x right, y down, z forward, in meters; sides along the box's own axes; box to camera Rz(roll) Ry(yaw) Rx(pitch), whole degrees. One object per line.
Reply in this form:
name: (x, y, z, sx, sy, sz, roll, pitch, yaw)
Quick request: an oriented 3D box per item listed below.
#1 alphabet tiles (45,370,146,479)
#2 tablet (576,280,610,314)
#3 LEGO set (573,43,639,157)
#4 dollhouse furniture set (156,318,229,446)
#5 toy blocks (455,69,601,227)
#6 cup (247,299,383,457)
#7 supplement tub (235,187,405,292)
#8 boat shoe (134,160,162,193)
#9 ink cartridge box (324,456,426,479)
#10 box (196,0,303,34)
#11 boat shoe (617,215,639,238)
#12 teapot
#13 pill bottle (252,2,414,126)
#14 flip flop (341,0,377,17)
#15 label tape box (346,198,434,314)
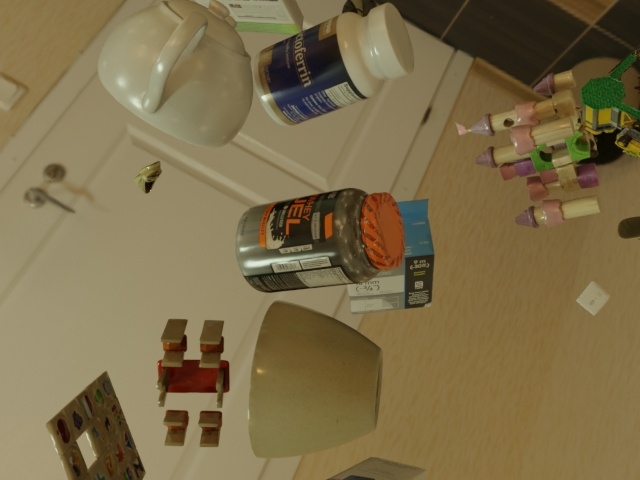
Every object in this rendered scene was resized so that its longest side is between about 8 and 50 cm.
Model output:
alphabet tiles: (-0.257, 0.299, 0.754, 0.198, 0.009, 0.237, -127, 19, -86)
tablet: (0.564, 0.120, 1.249, 0.083, 0.054, 0.006, 32, -171, -34)
LEGO set: (0.567, -0.213, 0.939, 0.255, 0.331, 0.192, 33, 170, 32)
dollhouse furniture set: (-0.217, 0.292, 1.296, 0.259, 0.135, 0.262, 2, 112, -4)
toy blocks: (0.500, -0.215, 1.451, 0.260, 0.309, 0.289, -13, 127, 32)
cup: (0.006, 0.299, 1.278, 0.236, 0.331, 0.331, 4, 150, 11)
supplement tub: (0.000, 0.000, 0.748, 0.190, 0.117, 0.117, -9, 140, 27)
boat shoe: (-0.436, -0.161, 1.552, 0.153, 0.056, 0.048, -24, 98, 55)
ink cartridge box: (0.038, 0.363, 0.706, 0.093, 0.154, 0.212, -2, 178, 39)
box: (-0.186, -0.587, 1.446, 0.232, 0.059, 0.322, 7, 175, 11)
boat shoe: (0.641, -0.027, 1.145, 0.049, 0.056, 0.152, 2, 179, -26)
teapot: (-0.196, -0.273, 0.915, 0.252, 0.187, 0.256, 11, -150, -52)
pill bottle: (0.024, -0.315, 1.091, 0.264, 0.153, 0.153, -15, 136, 27)
flip flop: (0.081, -0.446, 1.439, 0.112, 0.277, 0.080, 6, 169, 9)
label tape box: (0.187, 0.054, 1.682, 0.240, 0.106, 0.334, -6, 134, 1)
